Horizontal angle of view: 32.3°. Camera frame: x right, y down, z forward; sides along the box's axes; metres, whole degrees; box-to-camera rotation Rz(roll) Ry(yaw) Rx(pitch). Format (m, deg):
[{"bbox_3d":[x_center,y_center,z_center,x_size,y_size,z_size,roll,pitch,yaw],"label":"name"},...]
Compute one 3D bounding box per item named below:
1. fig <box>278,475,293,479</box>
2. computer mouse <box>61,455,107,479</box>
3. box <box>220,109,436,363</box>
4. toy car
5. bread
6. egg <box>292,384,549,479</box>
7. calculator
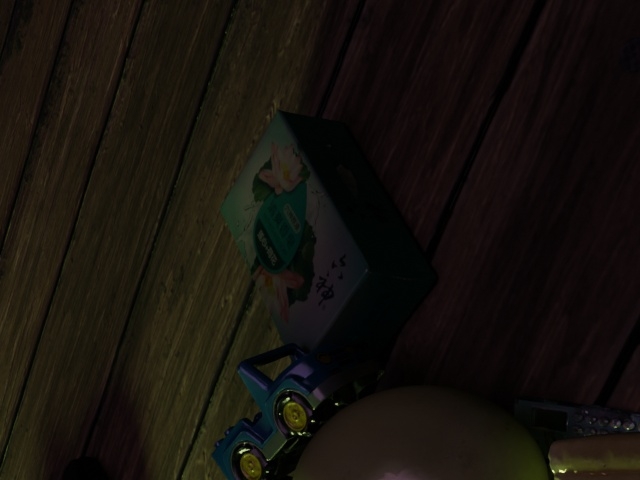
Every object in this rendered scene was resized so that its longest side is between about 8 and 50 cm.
[{"bbox_3d":[-0.086,0.329,1.101,0.203,0.235,0.203,-21,64,53],"label":"fig"},{"bbox_3d":[-0.328,0.412,1.535,0.270,0.086,0.137,39,115,50],"label":"computer mouse"},{"bbox_3d":[0.000,0.000,1.152,0.153,0.092,0.245,-57,44,31],"label":"box"},{"bbox_3d":[-0.033,0.157,1.047,0.100,0.097,0.191,51,125,18],"label":"toy car"},{"bbox_3d":[0.261,0.174,0.742,0.178,0.139,0.060,-19,43,52],"label":"bread"},{"bbox_3d":[0.082,0.216,0.927,0.254,0.189,0.188,-28,63,46],"label":"egg"},{"bbox_3d":[0.220,0.162,0.897,0.172,0.018,0.057,0,83,55],"label":"calculator"}]
